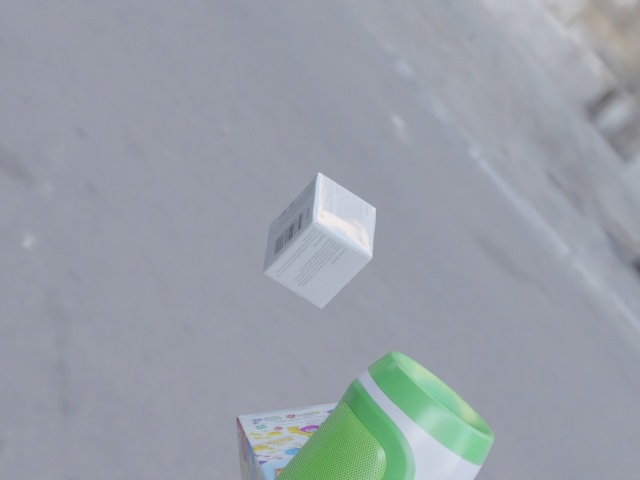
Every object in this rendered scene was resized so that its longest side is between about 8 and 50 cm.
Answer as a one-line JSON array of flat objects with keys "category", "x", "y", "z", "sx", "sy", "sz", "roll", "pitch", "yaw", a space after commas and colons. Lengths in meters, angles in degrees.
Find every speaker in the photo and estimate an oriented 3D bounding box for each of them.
[{"category": "speaker", "x": 0.004, "y": 0.234, "z": 1.565, "sx": 0.131, "sy": 0.296, "sz": 0.131, "roll": 39, "pitch": 7, "yaw": -6}]

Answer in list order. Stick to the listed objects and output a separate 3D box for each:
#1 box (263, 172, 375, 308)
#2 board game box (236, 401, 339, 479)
[{"category": "box", "x": 0.000, "y": 0.000, "z": 2.250, "sx": 0.087, "sy": 0.101, "sz": 0.102, "roll": 32, "pitch": 33, "yaw": -18}, {"category": "board game box", "x": 0.008, "y": 0.279, "z": 1.998, "sx": 0.275, "sy": 0.144, "sz": 0.142, "roll": -128, "pitch": -148, "yaw": -73}]
